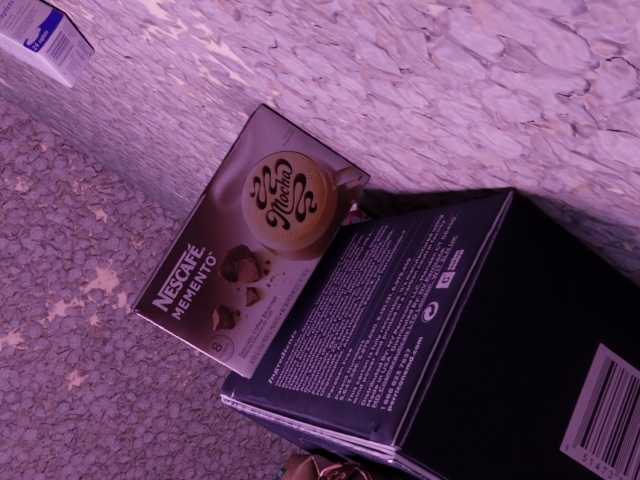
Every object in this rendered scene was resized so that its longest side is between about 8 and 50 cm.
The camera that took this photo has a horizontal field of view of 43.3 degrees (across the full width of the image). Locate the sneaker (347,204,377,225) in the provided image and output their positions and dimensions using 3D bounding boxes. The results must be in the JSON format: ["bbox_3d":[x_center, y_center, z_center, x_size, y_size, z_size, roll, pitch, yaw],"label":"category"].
[{"bbox_3d":[0.076,-0.019,1.180,0.067,0.042,0.118,30,174,-15],"label":"sneaker"}]

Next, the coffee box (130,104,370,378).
[{"bbox_3d":[-0.092,0.003,1.026,0.168,0.297,0.119,33,171,-11],"label":"coffee box"}]

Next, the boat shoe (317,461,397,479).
[{"bbox_3d":[0.030,0.258,0.798,0.073,0.073,0.207,25,163,1],"label":"boat shoe"}]

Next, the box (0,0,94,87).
[{"bbox_3d":[-0.423,-0.305,1.180,0.137,0.072,0.126,29,172,9],"label":"box"}]

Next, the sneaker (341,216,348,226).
[{"bbox_3d":[0.000,0.000,1.389,0.108,0.100,0.271,26,172,-1],"label":"sneaker"}]

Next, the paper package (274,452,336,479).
[{"bbox_3d":[0.066,0.419,1.063,0.309,0.168,0.325,29,165,2],"label":"paper package"}]

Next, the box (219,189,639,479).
[{"bbox_3d":[0.202,0.208,1.006,0.480,0.297,0.471,34,161,-19],"label":"box"}]
